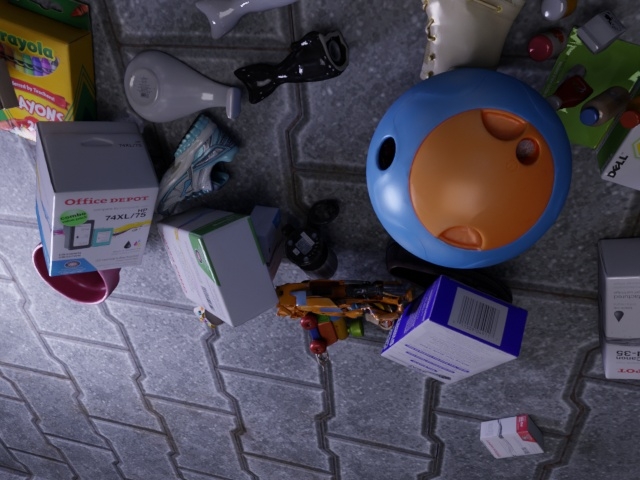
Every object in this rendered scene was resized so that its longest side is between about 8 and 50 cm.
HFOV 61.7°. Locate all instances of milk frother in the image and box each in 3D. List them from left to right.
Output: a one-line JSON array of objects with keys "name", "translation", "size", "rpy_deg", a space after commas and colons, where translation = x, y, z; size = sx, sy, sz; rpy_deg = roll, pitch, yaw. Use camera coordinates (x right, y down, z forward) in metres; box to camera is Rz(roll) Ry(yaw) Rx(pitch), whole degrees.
[{"name": "milk frother", "translation": [0.000, 0.000, 1.166], "size": [0.143, 0.129, 0.135], "rpy_deg": [-28, 156, 5]}]

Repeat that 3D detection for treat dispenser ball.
[{"name": "treat dispenser ball", "translation": [0.212, -0.102, 0.788], "size": [0.288, 0.288, 0.288], "rpy_deg": [10, 131, 12]}]

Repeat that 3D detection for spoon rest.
[{"name": "spoon rest", "translation": [-0.264, -0.284, 1.030], "size": [0.276, 0.084, 0.137], "rpy_deg": [16, 112, 21]}]

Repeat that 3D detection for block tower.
[{"name": "block tower", "translation": [-0.718, -0.318, 1.068], "size": [0.335, 0.091, 0.097], "rpy_deg": [18, 123, 41]}]

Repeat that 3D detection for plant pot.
[{"name": "plant pot", "translation": [-0.570, 0.029, 1.333], "size": [0.201, 0.180, 0.201], "rpy_deg": [10, 131, 12]}]

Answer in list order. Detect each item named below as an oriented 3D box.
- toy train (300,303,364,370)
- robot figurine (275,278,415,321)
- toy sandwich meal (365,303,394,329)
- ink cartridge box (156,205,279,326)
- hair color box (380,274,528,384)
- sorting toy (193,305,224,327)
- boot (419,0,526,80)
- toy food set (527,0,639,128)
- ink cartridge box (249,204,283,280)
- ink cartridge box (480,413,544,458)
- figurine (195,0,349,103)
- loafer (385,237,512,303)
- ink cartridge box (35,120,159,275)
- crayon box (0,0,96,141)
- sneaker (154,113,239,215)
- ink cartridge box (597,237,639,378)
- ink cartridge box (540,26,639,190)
[{"name": "toy train", "translation": [0.046, 0.231, 1.341], "size": [0.143, 0.105, 0.248], "rpy_deg": [-10, 125, 11]}, {"name": "robot figurine", "translation": [0.059, 0.130, 1.161], "size": [0.290, 0.085, 0.211], "rpy_deg": [-1, 169, 12]}, {"name": "toy sandwich meal", "translation": [0.141, 0.177, 1.277], "size": [0.085, 0.029, 0.086], "rpy_deg": [28, 126, 49]}, {"name": "ink cartridge box", "translation": [-0.228, 0.044, 1.156], "size": [0.278, 0.117, 0.202], "rpy_deg": [13, 125, 56]}, {"name": "hair color box", "translation": [0.269, 0.203, 1.145], "size": [0.185, 0.110, 0.339], "rpy_deg": [23, 154, 0]}, {"name": "sorting toy", "translation": [-0.321, 0.211, 1.496], "size": [0.075, 0.045, 0.083], "rpy_deg": [-5, 129, 47]}, {"name": "boot", "translation": [0.168, -0.344, 0.817], "size": [0.261, 0.095, 0.204], "rpy_deg": [13, 133, 3]}, {"name": "toy food set", "translation": [0.371, -0.243, 0.761], "size": [0.232, 0.104, 0.111], "rpy_deg": [54, 148, 8]}, {"name": "ink cartridge box", "translation": [-0.128, 0.023, 1.220], "size": [0.060, 0.104, 0.180], "rpy_deg": [7, 131, 11]}, {"name": "ink cartridge box", "translation": [0.512, 0.526, 1.435], "size": [0.135, 0.056, 0.099], "rpy_deg": [-24, 117, 33]}, {"name": "figurine", "translation": [-0.090, -0.351, 0.912], "size": [0.209, 0.092, 0.215], "rpy_deg": [-12, 122, 33]}, {"name": "loafer", "translation": [0.268, 0.098, 1.142], "size": [0.302, 0.095, 0.109], "rpy_deg": [28, 130, -4]}, {"name": "ink cartridge box", "translation": [-0.482, -0.089, 1.137], "size": [0.198, 0.197, 0.270], "rpy_deg": [-7, 146, -32]}, {"name": "crayon box", "translation": [-0.572, -0.345, 1.092], "size": [0.202, 0.081, 0.319], "rpy_deg": [20, 132, 4]}, {"name": "sneaker", "translation": [-0.271, -0.129, 1.145], "size": [0.122, 0.110, 0.283], "rpy_deg": [32, 132, -13]}, {"name": "ink cartridge box", "translation": [0.649, 0.134, 1.019], "size": [0.207, 0.117, 0.283], "rpy_deg": [-5, 126, 23]}, {"name": "ink cartridge box", "translation": [0.475, -0.191, 0.827], "size": [0.255, 0.097, 0.189], "rpy_deg": [18, 132, 4]}]
